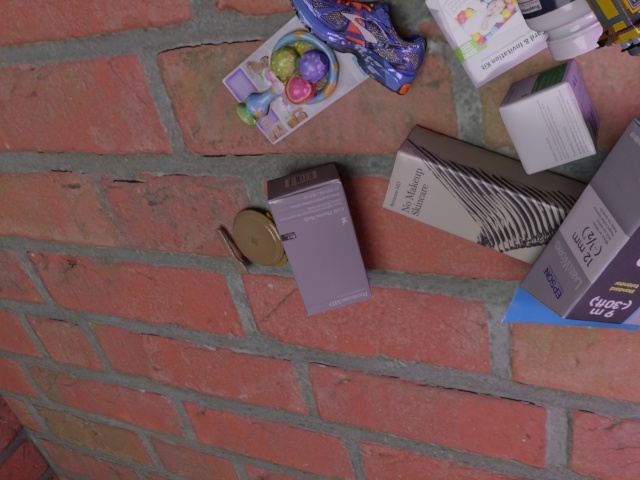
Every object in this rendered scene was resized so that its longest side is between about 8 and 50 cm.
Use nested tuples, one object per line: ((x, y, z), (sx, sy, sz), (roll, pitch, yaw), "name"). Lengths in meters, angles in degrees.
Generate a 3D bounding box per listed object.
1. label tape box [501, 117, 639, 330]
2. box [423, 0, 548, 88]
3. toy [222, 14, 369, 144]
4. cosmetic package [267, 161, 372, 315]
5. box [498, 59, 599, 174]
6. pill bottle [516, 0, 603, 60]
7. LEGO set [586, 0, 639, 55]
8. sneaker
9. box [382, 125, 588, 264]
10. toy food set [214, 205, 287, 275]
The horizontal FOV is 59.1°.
((0.426, 0.035, 0.720), (0.249, 0.115, 0.347), (7, 130, -13), "label tape box")
((0.208, -0.305, 0.689), (0.145, 0.038, 0.186), (-27, 109, 28), "box")
((-0.045, -0.248, 0.870), (0.237, 0.056, 0.137), (-26, 109, 39), "toy")
((0.000, 0.000, 0.972), (0.127, 0.107, 0.237), (-18, 116, 3), "cosmetic package")
((0.295, -0.158, 0.723), (0.087, 0.101, 0.101), (-18, 112, 37), "box")
((0.255, -0.287, 0.607), (0.094, 0.094, 0.169), (-17, 113, 36), "pill bottle")
((0.421, -0.238, 0.472), (0.192, 0.255, 0.331), (50, 152, -13), "LEGO set")
((0.050, -0.294, 0.768), (0.221, 0.083, 0.087), (30, 112, -18), "sneaker")
((0.240, -0.063, 0.827), (0.275, 0.094, 0.113), (21, 131, 13), "box")
((-0.116, -0.004, 1.107), (0.192, 0.038, 0.132), (-17, 107, 42), "toy food set")
